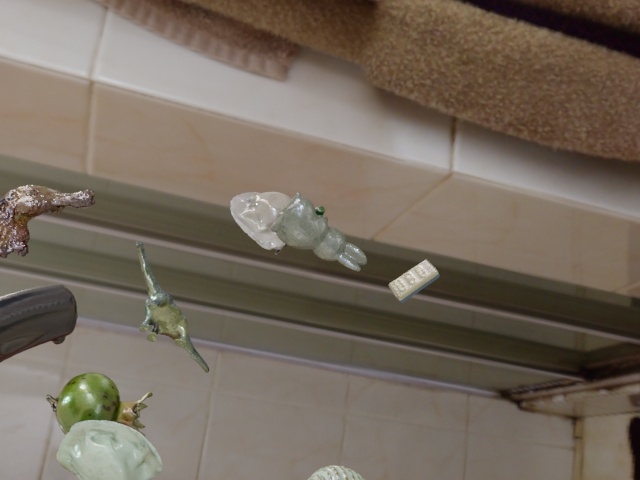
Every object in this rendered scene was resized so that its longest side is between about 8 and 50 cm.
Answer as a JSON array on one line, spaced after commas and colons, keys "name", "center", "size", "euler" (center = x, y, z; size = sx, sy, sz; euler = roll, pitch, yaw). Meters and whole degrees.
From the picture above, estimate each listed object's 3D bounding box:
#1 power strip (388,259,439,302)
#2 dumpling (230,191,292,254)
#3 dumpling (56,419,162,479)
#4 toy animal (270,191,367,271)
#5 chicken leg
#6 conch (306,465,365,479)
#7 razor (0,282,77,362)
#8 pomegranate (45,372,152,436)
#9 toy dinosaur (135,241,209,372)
[{"name": "power strip", "center": [0.233, 0.099, 1.918], "size": [0.123, 0.032, 0.056], "euler": [-34, 44, -2]}, {"name": "dumpling", "center": [-0.168, -0.086, 2.506], "size": [0.163, 0.204, 0.293], "euler": [-32, 28, 22]}, {"name": "dumpling", "center": [-0.435, 0.450, 1.574], "size": [0.153, 0.219, 0.108], "euler": [88, 180, -47]}, {"name": "toy animal", "center": [-0.006, -0.002, 1.850], "size": [0.138, 0.236, 0.108], "euler": [-47, 12, -19]}, {"name": "chicken leg", "center": [-0.671, -0.046, 1.729], "size": [0.322, 0.177, 0.083], "euler": [-43, -30, -31]}, {"name": "conch", "center": [0.034, 0.438, 1.238], "size": [0.135, 0.153, 0.102], "euler": [-58, -7, -19]}, {"name": "razor", "center": [-0.741, 0.214, 1.795], "size": [0.113, 0.349, 0.204], "euler": [48, 136, 20]}, {"name": "pomegranate", "center": [-0.489, 0.374, 1.729], "size": [0.156, 0.220, 0.156], "euler": [-11, 76, 49]}, {"name": "toy dinosaur", "center": [-0.345, 0.178, 1.749], "size": [0.147, 0.076, 0.363], "euler": [-80, -35, -67]}]
